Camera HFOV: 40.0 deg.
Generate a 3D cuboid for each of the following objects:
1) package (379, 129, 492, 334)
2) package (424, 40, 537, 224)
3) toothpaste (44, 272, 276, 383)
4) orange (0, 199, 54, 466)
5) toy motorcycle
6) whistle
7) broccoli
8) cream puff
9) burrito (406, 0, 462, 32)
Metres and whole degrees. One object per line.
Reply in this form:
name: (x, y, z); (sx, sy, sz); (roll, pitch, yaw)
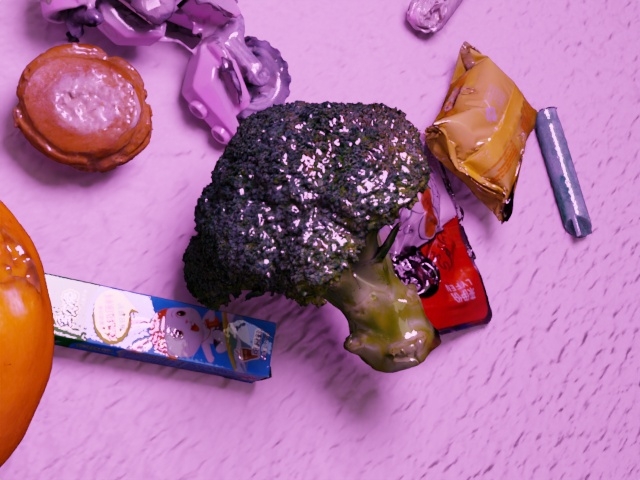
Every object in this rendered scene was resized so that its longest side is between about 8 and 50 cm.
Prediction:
package: (0.116, -0.014, 1.082); (0.194, 0.071, 0.270); (-10, 82, -35)
package: (0.214, -0.145, 1.145); (0.168, 0.090, 0.226); (45, 48, -18)
toothpaste: (-0.178, 0.093, 0.915); (0.266, 0.050, 0.065); (15, 71, -20)
orange: (-0.363, 0.074, 0.692); (0.312, 0.312, 0.312); (8, 71, -23)
toy motorcycle: (-0.179, -0.240, 0.980); (0.188, 0.143, 0.327); (-48, 112, -20)
whistle: (0.338, -0.094, 1.227); (0.039, 0.039, 0.186); (-8, 77, -27)
broccoli: (0.000, 0.000, 0.915); (0.297, 0.297, 0.297); (-36, 106, -30)
cream puff: (-0.245, -0.136, 0.925); (0.143, 0.103, 0.126); (20, 85, -4)
burrito: (0.181, -0.360, 1.225); (0.064, 0.064, 0.203); (41, 61, -9)
